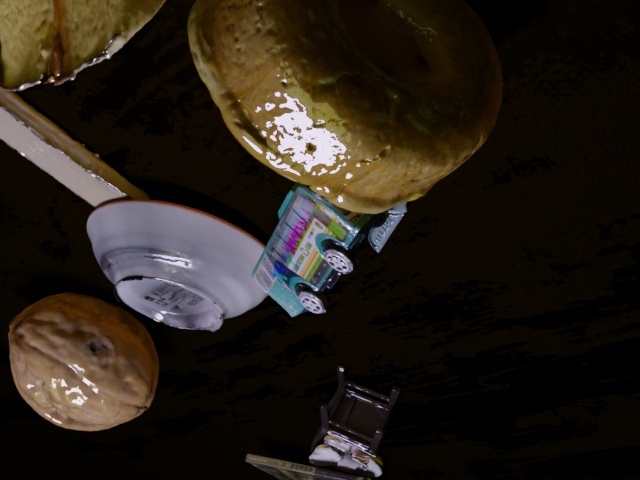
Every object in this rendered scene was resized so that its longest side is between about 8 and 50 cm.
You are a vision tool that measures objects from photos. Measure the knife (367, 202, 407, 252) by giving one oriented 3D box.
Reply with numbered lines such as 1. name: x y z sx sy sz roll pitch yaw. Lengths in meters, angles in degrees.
1. knife: 0.083 -0.037 1.273 0.028 0.015 0.210 19 152 -6

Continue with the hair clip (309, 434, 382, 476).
1. hair clip: 0.049 0.362 1.931 0.116 0.049 0.172 28 156 -1

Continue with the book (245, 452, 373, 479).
1. book: 0.001 0.412 2.035 0.228 0.024 0.160 8 161 24

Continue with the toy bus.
1. toy bus: 0.000 0.000 1.309 0.109 0.091 0.262 39 149 4

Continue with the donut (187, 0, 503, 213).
1. donut: 0.025 -0.142 0.942 0.261 0.208 0.128 30 150 -24

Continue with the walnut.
1. walnut: -0.356 0.184 1.761 0.245 0.198 0.198 34 149 -14

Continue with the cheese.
1. cheese: -0.368 -0.146 1.378 0.400 0.034 0.085 39 151 -27

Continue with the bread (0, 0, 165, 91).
1. bread: -0.222 -0.232 0.986 0.240 0.178 0.135 -10 139 46

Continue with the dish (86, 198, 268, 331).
1. dish: -0.184 0.050 1.494 0.260 0.085 0.260 11 154 6

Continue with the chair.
1. chair: 0.049 0.274 1.749 0.101 0.084 0.212 22 151 8
